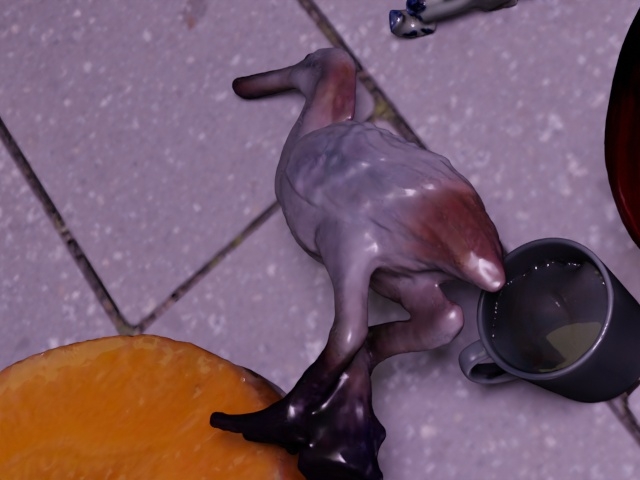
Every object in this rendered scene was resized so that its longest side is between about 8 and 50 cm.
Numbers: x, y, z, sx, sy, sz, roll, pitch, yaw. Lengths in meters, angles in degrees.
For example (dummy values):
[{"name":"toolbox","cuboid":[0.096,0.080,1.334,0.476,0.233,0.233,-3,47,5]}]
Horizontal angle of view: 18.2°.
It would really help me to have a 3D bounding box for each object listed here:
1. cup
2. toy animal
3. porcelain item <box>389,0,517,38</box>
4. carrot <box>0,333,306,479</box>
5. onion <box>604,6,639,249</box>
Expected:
[{"name":"cup","cuboid":[0.125,0.052,1.083,0.100,0.077,0.078,-27,60,18]},{"name":"toy animal","cuboid":[0.016,-0.020,1.130,0.195,0.090,0.324,-28,47,29]},{"name":"porcelain item","cuboid":[0.092,-0.156,1.181,0.136,0.075,0.021,-13,67,25]},{"name":"carrot","cuboid":[-0.136,0.193,1.171,0.307,0.100,0.258,-46,60,3]},{"name":"onion","cuboid":[0.246,-0.108,0.958,0.273,0.273,0.285,-27,97,19]}]
